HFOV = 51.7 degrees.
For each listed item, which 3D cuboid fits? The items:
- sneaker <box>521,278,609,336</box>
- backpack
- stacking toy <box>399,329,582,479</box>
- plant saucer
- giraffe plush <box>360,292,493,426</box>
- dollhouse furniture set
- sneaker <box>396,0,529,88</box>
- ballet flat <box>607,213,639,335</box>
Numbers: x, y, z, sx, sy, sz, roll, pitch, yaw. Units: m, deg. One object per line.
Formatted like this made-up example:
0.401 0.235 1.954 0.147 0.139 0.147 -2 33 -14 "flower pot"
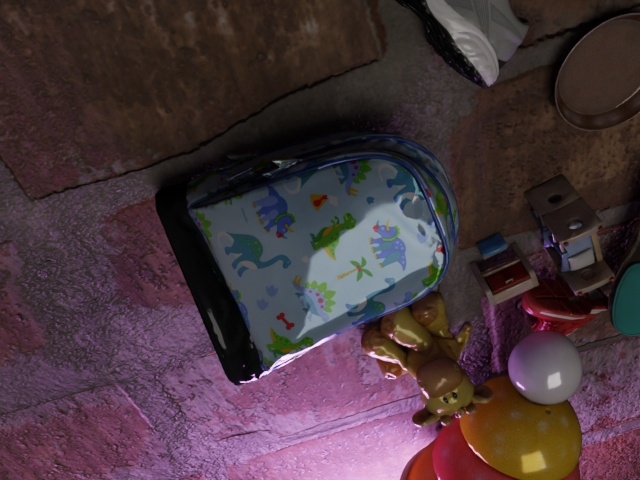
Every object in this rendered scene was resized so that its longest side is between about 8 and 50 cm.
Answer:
0.397 0.137 1.131 0.221 0.087 0.128 6 131 -36 "sneaker"
0.000 0.000 0.850 0.355 0.273 0.290 -22 97 -12 "backpack"
0.350 0.363 1.171 0.350 0.351 0.480 1 124 -14 "stacking toy"
0.392 -0.228 0.892 0.168 0.029 0.168 -6 129 -7 "plant saucer"
0.189 0.220 1.114 0.210 0.170 0.181 32 115 -32 "giraffe plush"
0.327 0.020 1.012 0.183 0.129 0.129 -26 129 8 "dollhouse furniture set"
0.144 -0.295 0.747 0.108 0.100 0.271 -47 128 6 "sneaker"
0.551 0.013 1.072 0.107 0.106 0.316 17 125 18 "ballet flat"
